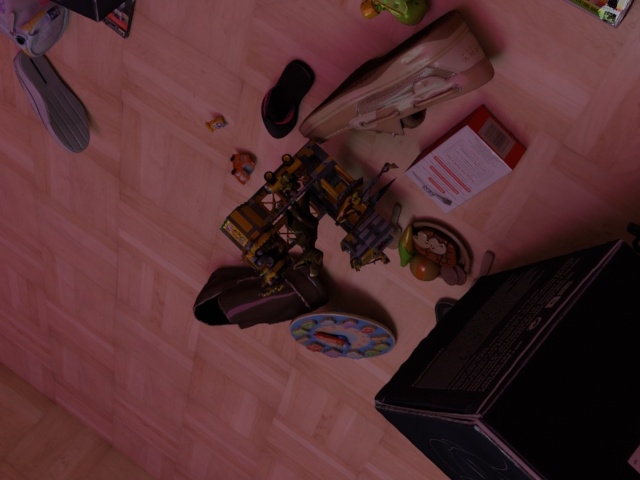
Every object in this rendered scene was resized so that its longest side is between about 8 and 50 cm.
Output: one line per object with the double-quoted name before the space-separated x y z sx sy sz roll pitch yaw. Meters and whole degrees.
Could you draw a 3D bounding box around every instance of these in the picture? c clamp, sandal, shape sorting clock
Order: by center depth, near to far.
"sandal" -0.062 -0.220 1.562 0.067 0.040 0.179 38 147 3
"c clamp" 0.262 0.169 1.715 0.137 0.022 0.161 20 143 37
"shape sorting clock" 0.041 0.185 1.870 0.206 0.040 0.206 10 155 4

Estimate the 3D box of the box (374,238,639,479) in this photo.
"box" 0.379 0.284 1.319 0.480 0.297 0.472 43 166 -3

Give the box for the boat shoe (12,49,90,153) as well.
"boat shoe" -0.534 -0.278 1.946 0.075 0.083 0.226 4 122 58

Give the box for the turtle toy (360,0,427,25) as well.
"turtle toy" 0.092 -0.330 1.257 0.095 0.066 0.130 -22 117 28

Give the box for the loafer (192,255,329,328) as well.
"loafer" -0.126 0.127 1.946 0.365 0.130 0.134 -13 120 51

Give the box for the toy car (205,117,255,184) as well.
"toy car" -0.155 -0.158 1.717 0.040 0.060 0.122 -25 122 20

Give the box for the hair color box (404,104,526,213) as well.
"hair color box" 0.206 -0.114 1.409 0.093 0.053 0.167 44 145 -7

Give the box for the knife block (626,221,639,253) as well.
"knife block" 0.458 0.065 1.207 0.242 0.276 0.088 -20 119 20

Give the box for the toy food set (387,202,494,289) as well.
"toy food set" 0.186 0.026 1.602 0.192 0.038 0.132 28 145 18

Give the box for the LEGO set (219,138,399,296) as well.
"LEGO set" 0.000 0.000 1.513 0.192 0.255 0.331 44 167 11

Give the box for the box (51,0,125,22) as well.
"box" -0.378 -0.450 1.509 0.207 0.153 0.108 28 145 19

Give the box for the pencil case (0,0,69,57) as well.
"pencil case" -0.583 -0.443 1.748 0.273 0.124 0.113 37 147 7

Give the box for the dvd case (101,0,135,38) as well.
"dvd case" -0.354 -0.407 1.661 0.087 0.013 0.119 37 148 5

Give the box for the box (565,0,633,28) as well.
"box" 0.271 -0.337 1.100 0.207 0.036 0.114 33 146 12

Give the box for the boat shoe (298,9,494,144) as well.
"boat shoe" 0.094 -0.194 1.365 0.110 0.122 0.341 50 144 -12
